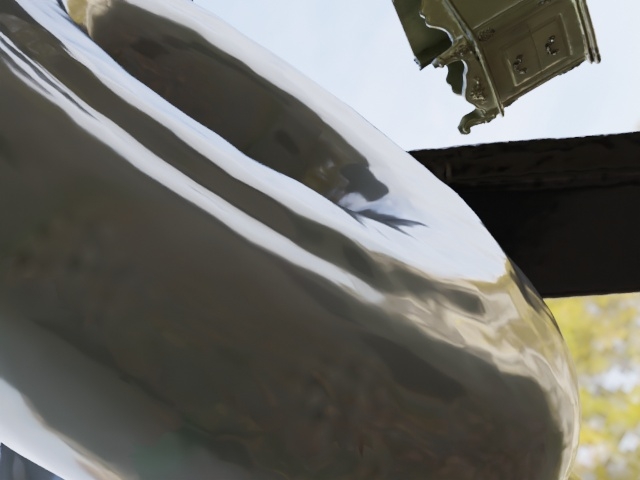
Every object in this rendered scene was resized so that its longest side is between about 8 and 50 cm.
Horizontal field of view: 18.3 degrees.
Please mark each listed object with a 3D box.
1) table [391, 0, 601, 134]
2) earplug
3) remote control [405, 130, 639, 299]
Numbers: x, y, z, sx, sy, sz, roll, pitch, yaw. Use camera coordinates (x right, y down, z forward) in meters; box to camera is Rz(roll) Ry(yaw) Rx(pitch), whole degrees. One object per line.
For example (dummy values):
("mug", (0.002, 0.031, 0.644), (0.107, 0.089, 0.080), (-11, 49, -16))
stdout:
("table", (0.089, -0.110, 1.016), (0.083, 0.062, 0.079), (-29, -31, 0))
("earplug", (-0.028, 0.049, 0.486), (0.175, 0.214, 0.325), (-33, -46, -7))
("remote control", (0.000, 0.000, 0.679), (0.025, 0.245, 0.063), (-83, -14, -62))
